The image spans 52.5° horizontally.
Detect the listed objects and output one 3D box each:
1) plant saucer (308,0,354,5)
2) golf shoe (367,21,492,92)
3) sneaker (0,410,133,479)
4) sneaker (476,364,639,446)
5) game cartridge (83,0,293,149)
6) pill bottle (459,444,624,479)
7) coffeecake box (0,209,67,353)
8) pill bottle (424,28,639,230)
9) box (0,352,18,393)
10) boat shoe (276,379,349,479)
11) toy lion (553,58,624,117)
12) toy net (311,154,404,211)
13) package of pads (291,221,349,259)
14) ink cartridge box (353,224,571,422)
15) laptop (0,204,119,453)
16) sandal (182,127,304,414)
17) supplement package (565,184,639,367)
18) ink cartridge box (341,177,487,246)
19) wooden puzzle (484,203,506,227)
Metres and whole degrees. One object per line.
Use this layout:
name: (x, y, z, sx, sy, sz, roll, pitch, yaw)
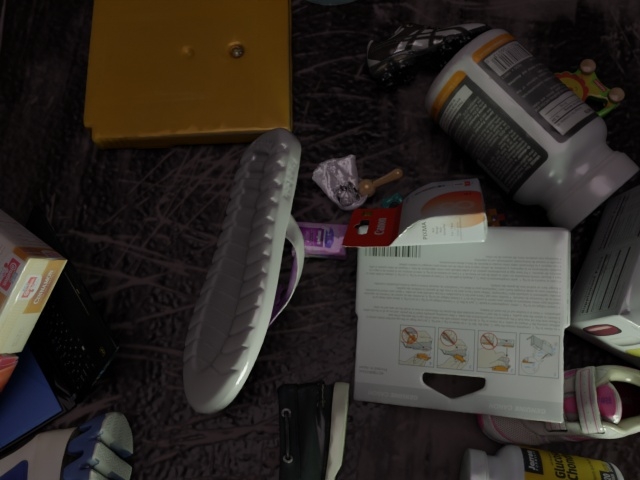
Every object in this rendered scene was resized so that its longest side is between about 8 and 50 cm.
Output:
plant saucer: (0.019, -0.489, 1.091, 0.195, 0.037, 0.195, 0, 74, 1)
golf shoe: (0.165, -0.310, 1.007, 0.198, 0.077, 0.094, -19, 68, 1)
sneaker: (-0.355, 0.367, 0.792, 0.182, 0.127, 0.315, -6, 48, 12)
sneaker: (0.328, 0.205, 0.831, 0.252, 0.111, 0.103, -10, 73, 0)
game cartridge: (-0.207, -0.285, 1.037, 0.324, 0.052, 0.285, -2, 73, 4)
pill bottle: (0.271, 0.313, 0.805, 0.184, 0.103, 0.103, 9, 74, 4)
coffeecake box: (-0.441, 0.037, 0.837, 0.185, 0.068, 0.142, 32, 98, 19)
pill bottle: (0.293, -0.151, 0.914, 0.162, 0.162, 0.278, -39, 76, -9)
box: (-0.567, 0.135, 0.837, 0.300, 0.142, 0.154, 33, 97, 18)
boat shoe: (-0.040, 0.338, 0.800, 0.113, 0.127, 0.340, 8, 72, 6)
toy lion: (0.398, -0.224, 1.001, 0.096, 0.034, 0.100, -38, 76, -2)
toy net: (0.096, -0.050, 0.957, 0.232, 0.045, 0.122, 18, 94, 10)
package of pads: (0.000, 0.000, 0.948, 0.083, 0.032, 0.050, 4, 71, 4)
ink cartridge box: (0.183, 0.101, 0.858, 0.275, 0.060, 0.238, 1, 87, 21)
laptop: (-0.420, 0.130, 0.868, 0.137, 0.264, 0.234, -19, 68, -48)
sandal: (-0.079, 0.038, 0.899, 0.102, 0.169, 0.416, 24, 71, -33)
supplement package: (0.483, 0.073, 0.825, 0.262, 0.145, 0.204, 27, 76, 0)
ink cartridge box: (0.123, -0.039, 0.854, 0.179, 0.145, 0.045, -1, 112, 10)
wooden puzzle: (0.249, -0.021, 0.957, 0.049, 0.006, 0.083, -8, 73, 0)
